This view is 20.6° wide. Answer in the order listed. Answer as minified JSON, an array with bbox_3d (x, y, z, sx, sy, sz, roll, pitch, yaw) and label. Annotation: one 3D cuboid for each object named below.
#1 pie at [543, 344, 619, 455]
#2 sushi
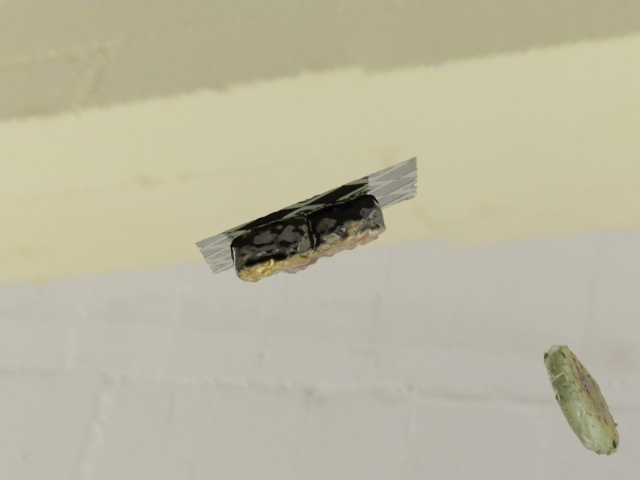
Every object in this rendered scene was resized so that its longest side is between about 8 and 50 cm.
[{"bbox_3d":[0.167,0.100,1.127,0.020,0.084,0.084,-29,-137,14],"label":"pie"},{"bbox_3d":[0.000,0.000,0.909,0.120,0.126,0.026,-22,-98,-1],"label":"sushi"}]
